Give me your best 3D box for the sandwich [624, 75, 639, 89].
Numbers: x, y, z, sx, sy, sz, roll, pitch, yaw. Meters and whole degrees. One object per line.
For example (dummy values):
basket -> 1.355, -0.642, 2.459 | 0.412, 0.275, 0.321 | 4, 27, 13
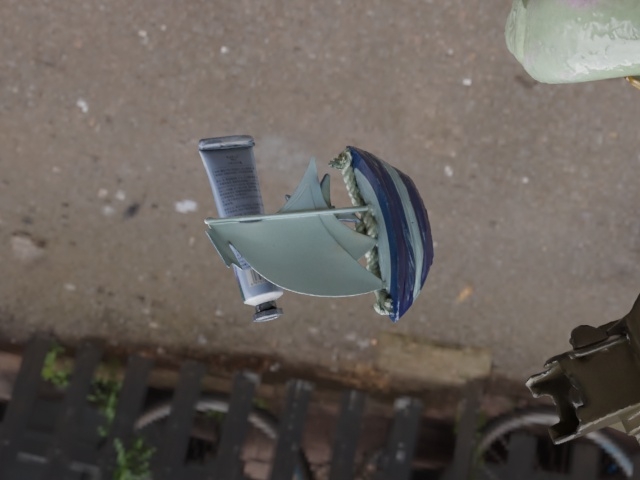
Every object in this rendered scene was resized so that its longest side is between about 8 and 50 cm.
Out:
sandwich -> 0.480, -0.185, 1.568 | 0.163, 0.079, 0.113 | 26, 169, 36

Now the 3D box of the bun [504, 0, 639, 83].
bun -> 0.298, -0.232, 1.038 | 0.293, 0.187, 0.293 | -8, -172, 1

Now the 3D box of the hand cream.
hand cream -> -0.096, -0.019, 1.652 | 0.088, 0.256, 0.055 | -8, 170, -31

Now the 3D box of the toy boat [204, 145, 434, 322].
toy boat -> 0.007, -0.026, 1.468 | 0.292, 0.210, 0.070 | 17, 151, -20

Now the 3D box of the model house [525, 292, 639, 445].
model house -> 0.246, 0.084, 0.722 | 0.243, 0.204, 0.211 | -14, 161, -20
